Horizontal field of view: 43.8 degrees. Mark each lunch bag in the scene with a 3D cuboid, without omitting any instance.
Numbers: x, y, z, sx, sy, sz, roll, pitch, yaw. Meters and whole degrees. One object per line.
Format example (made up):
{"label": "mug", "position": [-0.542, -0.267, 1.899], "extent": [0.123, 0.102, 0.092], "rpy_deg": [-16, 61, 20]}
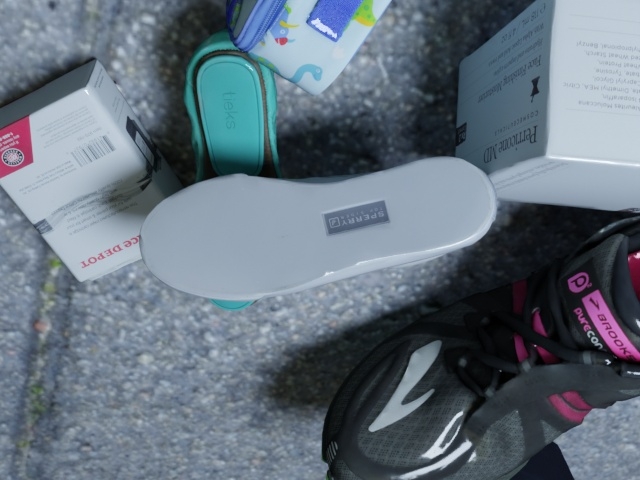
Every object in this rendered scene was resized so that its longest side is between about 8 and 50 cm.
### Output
{"label": "lunch bag", "position": [0.021, -0.214, 0.516], "extent": [0.090, 0.176, 0.219], "rpy_deg": [27, 117, -22]}

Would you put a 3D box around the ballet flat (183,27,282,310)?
{"label": "ballet flat", "position": [-0.066, -0.058, 0.659], "extent": [0.083, 0.087, 0.248], "rpy_deg": [2, 125, 0]}

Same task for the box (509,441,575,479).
{"label": "box", "position": [0.136, 0.392, 0.818], "extent": [0.179, 0.343, 0.312], "rpy_deg": [33, 113, -26]}

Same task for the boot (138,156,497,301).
{"label": "boot", "position": [0.000, 0.000, 0.614], "extent": [0.258, 0.123, 0.095], "rpy_deg": [-6, 79, -1]}

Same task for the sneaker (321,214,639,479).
{"label": "sneaker", "position": [0.206, 0.081, 0.699], "extent": [0.482, 0.185, 0.202], "rpy_deg": [-29, 152, 1]}

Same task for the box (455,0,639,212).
{"label": "box", "position": [0.214, -0.094, 0.596], "extent": [0.181, 0.181, 0.119], "rpy_deg": [4, 85, -10]}

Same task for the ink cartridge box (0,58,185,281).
{"label": "ink cartridge box", "position": [-0.191, -0.054, 0.660], "extent": [0.109, 0.063, 0.151], "rpy_deg": [-24, 123, 9]}
